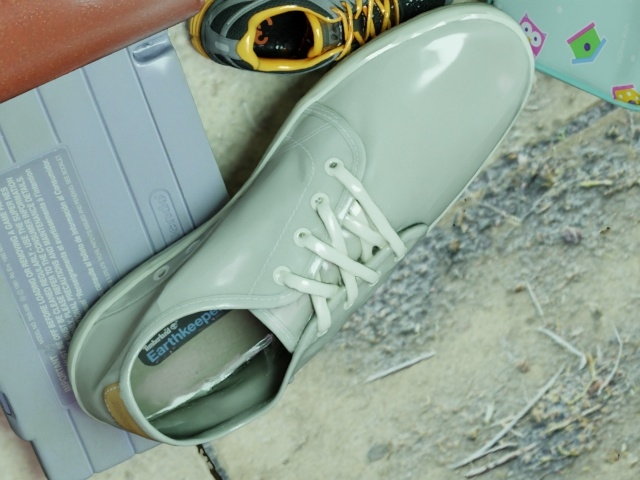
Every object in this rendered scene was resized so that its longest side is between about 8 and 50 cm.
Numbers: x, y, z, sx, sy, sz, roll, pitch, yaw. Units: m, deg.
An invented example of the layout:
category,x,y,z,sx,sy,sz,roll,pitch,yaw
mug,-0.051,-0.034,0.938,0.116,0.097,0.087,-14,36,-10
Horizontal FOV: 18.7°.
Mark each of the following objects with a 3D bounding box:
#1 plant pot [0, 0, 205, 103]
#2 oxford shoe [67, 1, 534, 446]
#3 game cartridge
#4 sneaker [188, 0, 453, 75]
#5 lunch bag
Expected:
category,x,y,z,sx,sy,sz,roll,pitch,yaw
plant pot,-0.233,-0.207,1.312,0.265,0.272,0.272,-22,118,-21
oxford shoe,0.000,0.000,1.487,0.449,0.130,0.169,-42,122,-1
game cartridge,-0.178,0.007,1.528,0.230,0.068,0.355,-22,118,-7
sneaker,0.010,-0.169,1.512,0.215,0.083,0.084,-16,115,-16
lunch bag,0.240,-0.253,1.493,0.108,0.224,0.279,-5,114,-40
